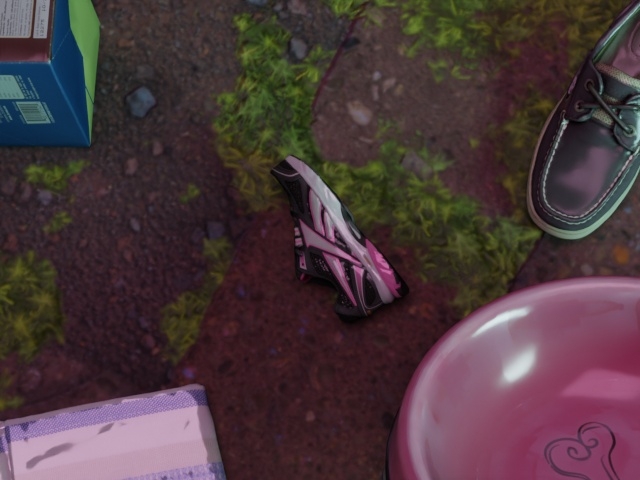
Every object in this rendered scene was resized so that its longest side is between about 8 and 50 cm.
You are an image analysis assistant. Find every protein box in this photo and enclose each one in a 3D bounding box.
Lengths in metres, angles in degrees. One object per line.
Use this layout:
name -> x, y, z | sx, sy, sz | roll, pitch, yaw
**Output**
protein box -> -0.327, -0.185, 1.723 | 0.201, 0.200, 0.136 | 1, 71, 4

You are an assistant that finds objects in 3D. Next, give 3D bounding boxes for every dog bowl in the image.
dog bowl -> 0.235, 0.195, 1.493 | 0.408, 0.150, 0.408 | -4, 43, 3

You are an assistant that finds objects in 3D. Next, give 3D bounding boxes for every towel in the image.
towel -> -0.178, 0.278, 1.643 | 0.209, 0.034, 0.285 | -12, 73, -3

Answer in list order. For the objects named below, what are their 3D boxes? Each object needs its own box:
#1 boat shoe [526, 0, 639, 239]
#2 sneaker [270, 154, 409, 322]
boat shoe -> 0.278, -0.136, 1.722 | 0.103, 0.092, 0.285 | 29, 75, 13
sneaker -> 0.000, 0.000, 1.709 | 0.077, 0.072, 0.178 | -38, 67, 2
